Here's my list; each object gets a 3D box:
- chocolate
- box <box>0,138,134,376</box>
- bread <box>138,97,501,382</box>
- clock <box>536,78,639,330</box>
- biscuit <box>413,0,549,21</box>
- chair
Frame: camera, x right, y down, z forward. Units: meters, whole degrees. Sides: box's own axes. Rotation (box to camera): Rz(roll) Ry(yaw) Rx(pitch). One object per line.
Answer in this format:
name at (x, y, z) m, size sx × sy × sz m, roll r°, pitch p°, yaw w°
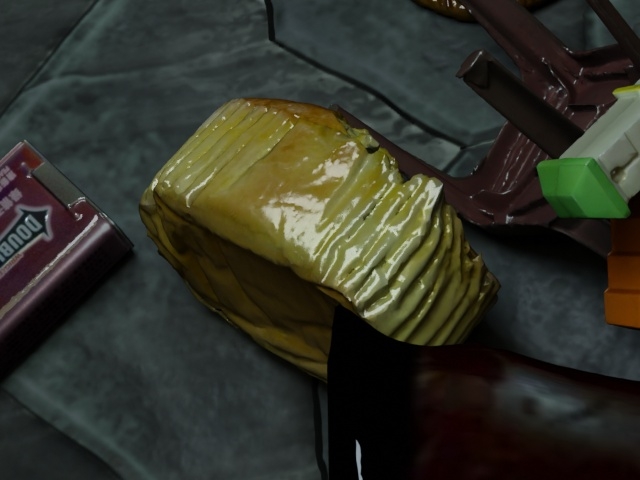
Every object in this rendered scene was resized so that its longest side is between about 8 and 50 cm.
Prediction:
chocolate at (0.175, 0.221, 0.906) m, size 0.331 × 0.383 × 0.383 m, roll -5°, pitch 65°, yaw -3°
box at (-0.262, 0.040, 1.220) m, size 0.120 × 0.069 × 0.224 m, roll 39°, pitch 80°, yaw 24°
bread at (0.000, 0.000, 1.112) m, size 0.250 × 0.179 × 0.133 m, roll 23°, pitch 59°, yaw 37°
clock at (0.281, -0.035, 1.029) m, size 0.255 × 0.106 × 0.220 m, roll -42°, pitch 105°, yaw -16°
biscuit at (0.135, -0.261, 1.291) m, size 0.188 × 0.027 × 0.188 m, roll -5°, pitch 65°, yaw 11°
chair at (0.201, -0.062, 1.142) m, size 0.326 × 0.183 × 0.175 m, roll 39°, pitch 74°, yaw -21°
